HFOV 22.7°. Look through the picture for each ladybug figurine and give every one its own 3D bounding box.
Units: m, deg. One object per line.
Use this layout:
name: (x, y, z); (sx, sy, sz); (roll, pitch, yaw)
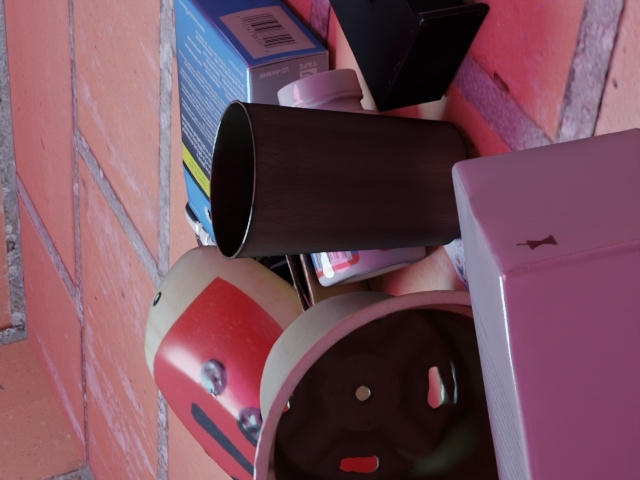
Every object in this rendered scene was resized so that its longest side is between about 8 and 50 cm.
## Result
ladybug figurine: (-0.058, 0.197, 1.933); (0.449, 0.162, 0.305); (41, 149, 25)

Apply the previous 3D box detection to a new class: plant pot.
plant pot: (0.071, 0.186, 1.581); (0.305, 0.334, 0.334); (-146, 44, -74)

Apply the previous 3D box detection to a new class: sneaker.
sneaker: (-0.099, 0.060, 2.203); (0.281, 0.106, 0.162); (-119, 16, -48)

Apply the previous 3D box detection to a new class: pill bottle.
pill bottle: (0.028, -0.069, 1.738); (0.124, 0.124, 0.221); (149, 106, -68)

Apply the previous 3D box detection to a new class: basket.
basket: (0.020, -0.058, 1.591); (0.204, 0.227, 0.154); (147, 122, -70)

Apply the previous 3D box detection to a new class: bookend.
bookend: (0.080, -0.237, 1.568); (0.156, 0.072, 0.157); (115, 137, -57)

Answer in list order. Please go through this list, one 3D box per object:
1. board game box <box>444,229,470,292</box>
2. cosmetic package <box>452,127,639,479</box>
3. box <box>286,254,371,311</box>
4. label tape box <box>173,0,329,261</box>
board game box: (0.155, 0.005, 1.608); (0.090, 0.020, 0.090); (109, 141, -55)
cosmetic package: (0.223, 0.169, 1.221); (0.230, 0.161, 0.453); (-102, 0, -68)
box: (0.000, 0.000, 1.824); (0.201, 0.021, 0.164); (2, -110, -71)
label tape box: (-0.087, -0.135, 2.004); (0.249, 0.115, 0.347); (-128, 28, -47)
